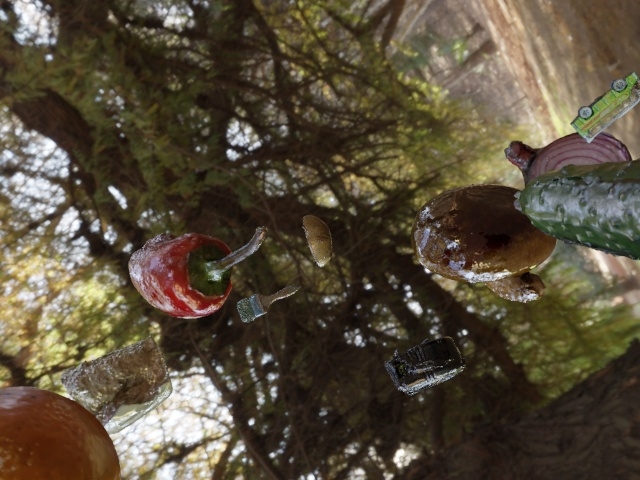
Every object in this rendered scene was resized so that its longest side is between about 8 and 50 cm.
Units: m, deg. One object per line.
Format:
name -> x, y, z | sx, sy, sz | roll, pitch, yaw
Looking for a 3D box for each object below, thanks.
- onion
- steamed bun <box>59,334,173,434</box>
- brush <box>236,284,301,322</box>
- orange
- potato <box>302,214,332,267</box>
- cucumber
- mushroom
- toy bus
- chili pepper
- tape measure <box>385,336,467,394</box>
onion -> 0.424, -0.108, 0.994 | 0.218, 0.195, 0.140 | 29, 172, 30
steamed bun -> -0.469, 0.346, 1.346 | 0.170, 0.225, 0.200 | 16, 134, 59
brush -> -0.145, 0.171, 1.616 | 0.021, 0.196, 0.070 | 54, -169, -74
orange -> -0.497, 0.446, 0.882 | 0.326, 0.423, 0.424 | 20, -155, 4
potato -> 0.000, 0.000, 0.934 | 0.037, 0.036, 0.093 | -38, -71, -74
cucumber -> 0.187, -0.020, 0.341 | 0.069, 0.069, 0.227 | 54, 173, -13
mushroom -> 0.380, -0.023, 1.322 | 0.345, 0.239, 0.345 | 22, -164, -6
toy bus -> 0.329, -0.153, 0.642 | 0.037, 0.083, 0.031 | 48, -156, 2
chili pepper -> -0.200, 0.056, 0.864 | 0.131, 0.338, 0.134 | -18, -80, -32
tape measure -> 0.269, 0.312, 1.421 | 0.199, 0.186, 0.112 | 48, -159, -68
